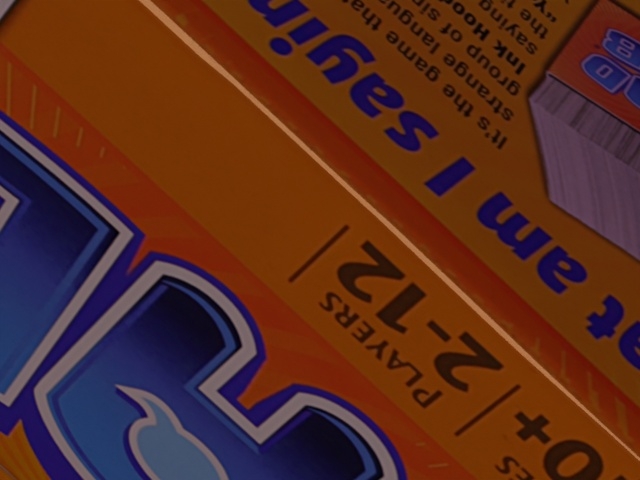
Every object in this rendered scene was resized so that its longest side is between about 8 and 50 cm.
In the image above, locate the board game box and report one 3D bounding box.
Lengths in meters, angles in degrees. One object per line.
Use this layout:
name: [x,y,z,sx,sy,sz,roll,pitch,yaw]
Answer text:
board game box: [0.000,0.000,0.733,0.356,0.356,0.356,43,131,-4]
